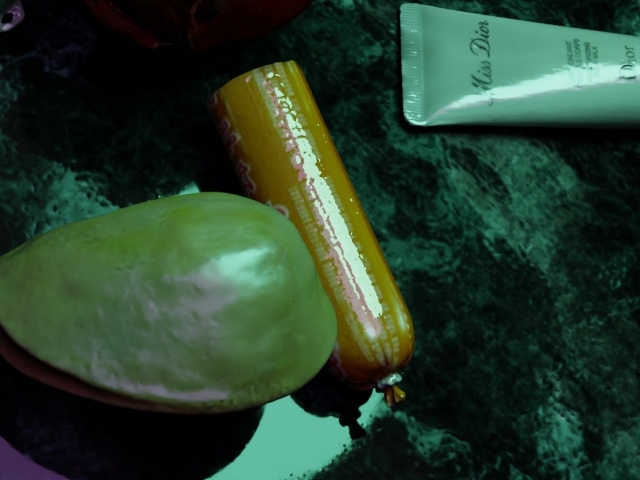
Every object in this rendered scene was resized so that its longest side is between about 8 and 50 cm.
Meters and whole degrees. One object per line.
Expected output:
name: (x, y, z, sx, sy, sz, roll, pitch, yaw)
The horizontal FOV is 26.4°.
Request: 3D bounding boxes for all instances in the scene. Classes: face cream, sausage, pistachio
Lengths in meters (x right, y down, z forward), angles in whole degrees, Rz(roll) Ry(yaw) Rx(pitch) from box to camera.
face cream: (0.232, -0.161, 1.346, 0.314, 0.089, 0.143, 3, 64, -7)
sausage: (0.000, 0.000, 1.168, 0.093, 0.093, 0.312, -15, 72, -26)
pistachio: (-0.122, 0.056, 1.058, 0.260, 0.163, 0.213, -14, 40, -22)

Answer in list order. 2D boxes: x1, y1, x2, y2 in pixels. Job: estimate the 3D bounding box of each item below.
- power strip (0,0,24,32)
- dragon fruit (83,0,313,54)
power strip: (-0.362, -0.290, 1.195, 0.272, 0.052, 0.078, 43, 58, 3)
dragon fruit: (-0.098, -0.319, 1.175, 0.295, 0.295, 0.302, 29, 68, -5)
